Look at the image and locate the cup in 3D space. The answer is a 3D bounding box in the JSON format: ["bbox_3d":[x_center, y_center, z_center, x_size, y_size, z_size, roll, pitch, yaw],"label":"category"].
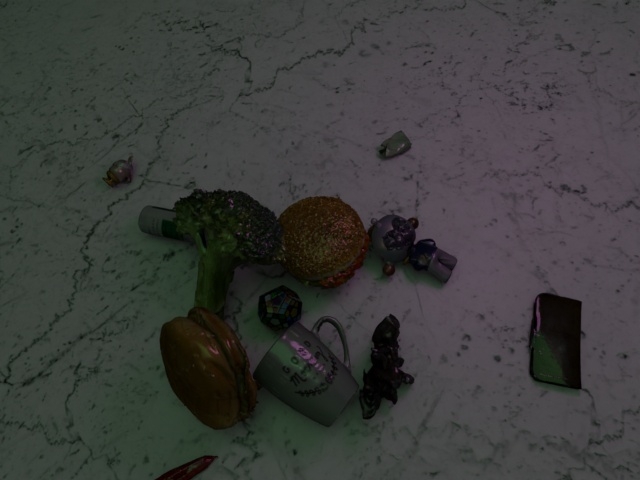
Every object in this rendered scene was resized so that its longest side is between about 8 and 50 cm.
[{"bbox_3d":[-0.006,0.328,1.285,0.234,0.186,0.258,36,67,11],"label":"cup"}]

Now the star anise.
[{"bbox_3d":[0.169,0.325,1.267,0.129,0.212,0.282,1,55,19],"label":"star anise"}]

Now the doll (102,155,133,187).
[{"bbox_3d":[-0.676,-0.235,1.678,0.084,0.073,0.127,44,75,-13],"label":"doll"}]

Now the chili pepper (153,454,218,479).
[{"bbox_3d":[-0.385,0.615,1.237,0.268,0.050,0.059,-28,49,-11],"label":"chili pepper"}]

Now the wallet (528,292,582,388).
[{"bbox_3d":[0.647,0.268,1.348,0.137,0.031,0.255,11,64,10],"label":"wallet"}]

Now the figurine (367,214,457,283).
[{"bbox_3d":[0.263,0.033,1.444,0.194,0.133,0.274,-37,77,-14],"label":"figurine"}]

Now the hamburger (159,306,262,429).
[{"bbox_3d":[-0.284,0.317,1.233,0.158,0.318,0.318,-29,63,-36],"label":"hamburger"}]

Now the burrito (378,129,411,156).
[{"bbox_3d":[0.248,-0.322,1.663,0.118,0.044,0.074,-29,68,-13],"label":"burrito"}]

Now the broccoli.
[{"bbox_3d":[-0.243,0.055,1.340,0.275,0.353,0.396,7,75,-30],"label":"broccoli"}]

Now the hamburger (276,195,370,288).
[{"bbox_3d":[0.000,0.000,1.444,0.294,0.179,0.276,35,72,19],"label":"hamburger"}]

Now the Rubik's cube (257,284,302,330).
[{"bbox_3d":[-0.116,0.192,1.394,0.133,0.133,0.111,-26,90,-9],"label":"Rubik's cube"}]

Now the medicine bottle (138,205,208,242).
[{"bbox_3d":[-0.436,-0.046,1.546,0.260,0.095,0.095,10,65,10],"label":"medicine bottle"}]
